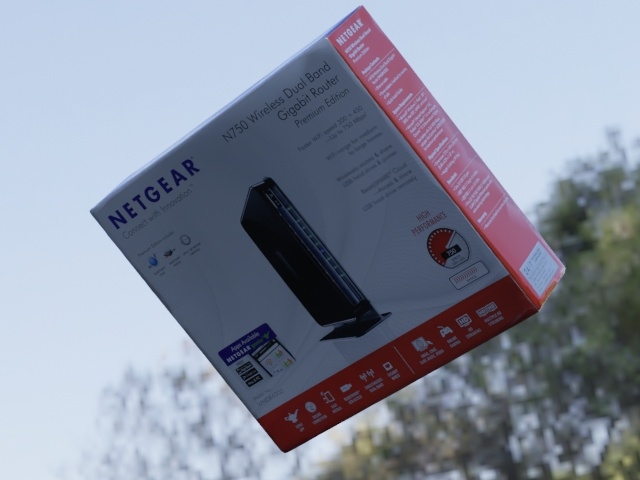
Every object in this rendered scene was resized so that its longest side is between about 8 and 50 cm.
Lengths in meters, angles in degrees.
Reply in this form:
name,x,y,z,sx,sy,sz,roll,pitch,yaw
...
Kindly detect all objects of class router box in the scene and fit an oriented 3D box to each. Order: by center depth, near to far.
name,x,y,z,sx,sy,sz,roll,pitch,yaw
router box,0.000,0.000,1.741,0.335,0.301,0.082,-34,9,37
